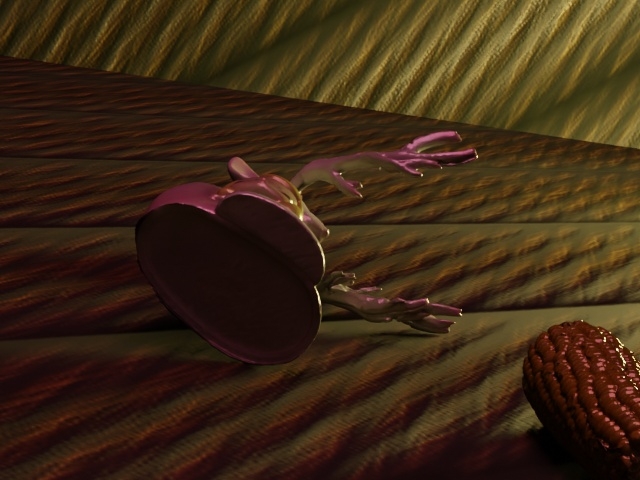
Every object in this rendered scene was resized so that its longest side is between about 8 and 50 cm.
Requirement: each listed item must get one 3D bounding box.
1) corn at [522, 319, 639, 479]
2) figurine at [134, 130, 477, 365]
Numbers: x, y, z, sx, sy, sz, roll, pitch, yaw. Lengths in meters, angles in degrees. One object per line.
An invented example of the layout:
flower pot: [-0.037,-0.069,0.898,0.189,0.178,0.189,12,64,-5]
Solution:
corn: [0.234,0.144,1.423,0.106,0.106,0.293,7,14,-9]
figurine: [-0.005,0.013,1.703,0.284,0.206,0.315,5,16,9]
